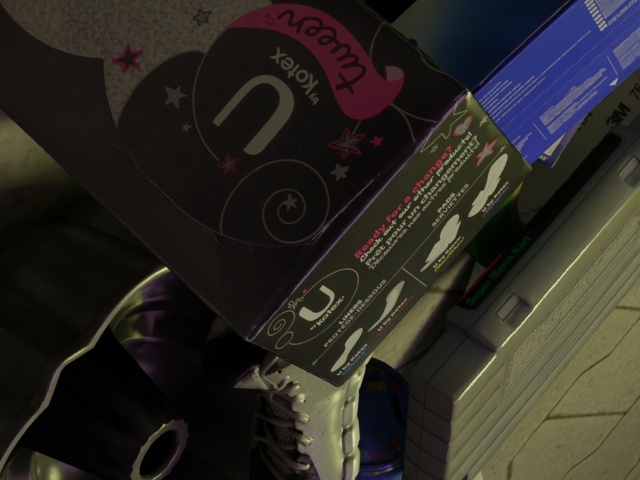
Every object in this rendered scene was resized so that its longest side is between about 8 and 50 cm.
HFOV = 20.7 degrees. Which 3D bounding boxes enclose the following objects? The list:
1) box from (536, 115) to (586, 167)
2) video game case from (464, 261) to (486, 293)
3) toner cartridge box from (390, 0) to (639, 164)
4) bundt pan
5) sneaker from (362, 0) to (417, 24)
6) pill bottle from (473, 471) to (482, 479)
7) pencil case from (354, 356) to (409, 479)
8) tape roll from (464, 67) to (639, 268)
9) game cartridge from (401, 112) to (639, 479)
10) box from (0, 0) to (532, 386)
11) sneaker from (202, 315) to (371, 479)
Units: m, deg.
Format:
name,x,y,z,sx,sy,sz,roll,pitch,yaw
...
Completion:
name,x,y,z,sx,sy,sz,roll,pitch,yaw
box,0.170,-0.174,1.265,0.136,0.036,0.225,24,115,-20
video game case,0.194,0.087,1.770,0.227,0.026,0.206,-9,123,-54
toner cartridge box,0.150,-0.144,1.104,0.348,0.075,0.165,-42,157,6
bundt pan,-0.145,0.105,1.119,0.331,0.124,0.331,-41,149,-31
sneaker,0.092,-0.212,1.104,0.121,0.099,0.262,-16,140,-43
pill bottle,0.088,0.316,1.881,0.121,0.121,0.221,-22,146,-45
pencil case,0.034,0.224,1.643,0.133,0.119,0.306,-11,148,-7
tape roll,0.218,-0.120,1.480,0.321,0.077,0.321,-37,155,-21
game cartridge,0.192,0.051,1.496,0.355,0.068,0.230,-46,154,-25
box,-0.043,-0.071,0.897,0.163,0.247,0.142,-49,158,3
sneaker,-0.033,0.099,1.093,0.132,0.086,0.229,-7,114,-53
